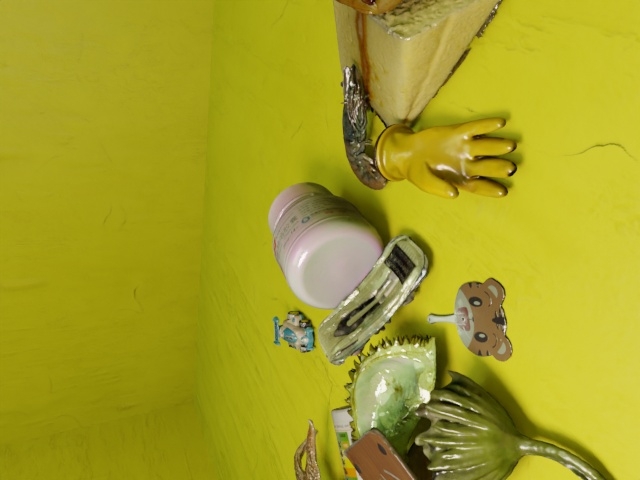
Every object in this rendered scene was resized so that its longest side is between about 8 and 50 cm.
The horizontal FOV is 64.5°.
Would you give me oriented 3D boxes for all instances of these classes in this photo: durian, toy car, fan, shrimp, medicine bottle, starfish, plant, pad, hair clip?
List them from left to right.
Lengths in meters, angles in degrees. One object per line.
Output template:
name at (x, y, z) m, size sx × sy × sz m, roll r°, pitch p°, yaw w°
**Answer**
toy car at (-0.089, 0.312, 1.667) m, size 0.161 × 0.098 × 0.126 m, roll -159°, pitch 64°, yaw -63°
medicine bottle at (0.000, 0.000, 1.261) m, size 0.302 × 0.241 × 0.241 m, roll -124°, pitch 37°, yaw -56°
starfish at (0.026, 0.750, 1.514) m, size 0.398 × 0.132 × 0.383 m, roll 56°, pitch 138°, yaw 39°
shrimp at (0.101, -0.242, 1.153) m, size 0.169 × 0.058 × 0.295 m, roll 45°, pitch 154°, yaw 44°
medicine bottle at (0.126, 0.574, 1.264) m, size 0.179 × 0.124 × 0.324 m, roll -38°, pitch 63°, yaw 58°
hair clip at (0.126, 0.141, 1.126) m, size 0.321 × 0.091 × 0.138 m, roll -49°, pitch 38°, yaw 13°
durian at (0.162, 0.364, 1.107) m, size 0.198 × 0.163 × 0.394 m, roll 23°, pitch 102°, yaw 40°
pad at (0.160, 0.504, 0.976) m, size 0.286 × 0.018 × 0.284 m, roll 50°, pitch 153°, yaw 19°
fan at (0.280, 0.152, 0.989) m, size 0.227 × 0.008 × 0.152 m, roll -14°, pitch 83°, yaw 62°
plant at (0.337, 0.347, 0.863) m, size 0.334 × 0.180 × 0.250 m, roll -10°, pitch 80°, yaw 32°

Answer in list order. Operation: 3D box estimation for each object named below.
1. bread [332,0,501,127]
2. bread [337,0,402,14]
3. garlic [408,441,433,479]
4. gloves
bread at (0.183, -0.411, 1.056) m, size 0.345 × 0.242 × 0.405 m, roll 64°, pitch -179°, yaw 28°
bread at (0.118, -0.565, 0.854) m, size 0.324 × 0.167 × 0.277 m, roll -47°, pitch 45°, yaw 8°
garlic at (0.220, 0.562, 1.075) m, size 0.143 × 0.112 × 0.318 m, roll 29°, pitch 114°, yaw 38°
gloves at (0.235, -0.155, 0.930) m, size 0.294 × 0.116 × 0.133 m, roll 19°, pitch 120°, yaw 55°
